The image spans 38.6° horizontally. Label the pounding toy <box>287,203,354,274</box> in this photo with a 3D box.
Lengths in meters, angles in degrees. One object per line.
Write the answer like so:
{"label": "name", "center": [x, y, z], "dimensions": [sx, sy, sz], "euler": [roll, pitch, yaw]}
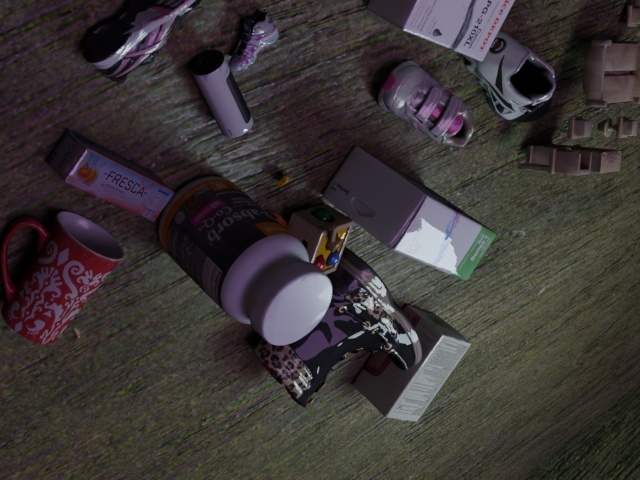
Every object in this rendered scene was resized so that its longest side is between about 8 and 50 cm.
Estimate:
{"label": "pounding toy", "center": [0.000, 0.000, 1.637], "dimensions": [0.130, 0.100, 0.141], "euler": [-20, 136, -55]}

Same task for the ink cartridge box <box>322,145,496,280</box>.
{"label": "ink cartridge box", "center": [0.169, -0.047, 1.708], "dimensions": [0.278, 0.201, 0.117], "euler": [22, 104, -51]}

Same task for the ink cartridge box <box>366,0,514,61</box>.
{"label": "ink cartridge box", "center": [0.216, -0.416, 1.522], "dimensions": [0.237, 0.100, 0.172], "euler": [6, 117, -48]}

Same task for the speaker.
{"label": "speaker", "center": [-0.147, -0.218, 1.362], "dimensions": [0.055, 0.055, 0.136], "euler": [-40, 141, -13]}

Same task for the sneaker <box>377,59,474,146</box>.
{"label": "sneaker", "center": [0.203, -0.241, 1.651], "dimensions": [0.252, 0.111, 0.103], "euler": [17, 108, -51]}

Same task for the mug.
{"label": "mug", "center": [-0.392, 0.047, 1.324], "dimensions": [0.169, 0.150, 0.113], "euler": [-53, 180, 11]}

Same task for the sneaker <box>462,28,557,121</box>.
{"label": "sneaker", "center": [0.401, -0.295, 1.784], "dimensions": [0.122, 0.146, 0.330], "euler": [-56, 144, 6]}

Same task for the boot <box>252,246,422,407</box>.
{"label": "boot", "center": [0.041, 0.217, 1.857], "dimensions": [0.284, 0.138, 0.377], "euler": [-44, 139, -10]}

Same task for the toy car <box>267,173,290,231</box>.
{"label": "toy car", "center": [-0.061, -0.056, 1.591], "dimensions": [0.122, 0.060, 0.040], "euler": [-62, 174, 26]}

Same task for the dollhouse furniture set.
{"label": "dollhouse furniture set", "center": [0.549, -0.330, 1.960], "dimensions": [0.303, 0.174, 0.355], "euler": [-11, 107, -49]}

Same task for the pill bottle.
{"label": "pill bottle", "center": [-0.117, 0.030, 1.419], "dimensions": [0.162, 0.278, 0.162], "euler": [-28, 138, -28]}

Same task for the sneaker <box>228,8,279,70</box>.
{"label": "sneaker", "center": [-0.110, -0.302, 1.346], "dimensions": [0.098, 0.038, 0.069], "euler": [-49, 143, -17]}

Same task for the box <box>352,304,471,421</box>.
{"label": "box", "center": [0.209, 0.283, 2.096], "dimensions": [0.149, 0.127, 0.232], "euler": [22, 105, -52]}

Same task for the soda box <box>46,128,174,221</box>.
{"label": "soda box", "center": [-0.298, -0.090, 1.310], "dimensions": [0.058, 0.063, 0.183], "euler": [-54, 144, 5]}

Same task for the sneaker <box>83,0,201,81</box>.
{"label": "sneaker", "center": [-0.232, -0.282, 1.223], "dimensions": [0.178, 0.072, 0.077], "euler": [-36, 154, -5]}
